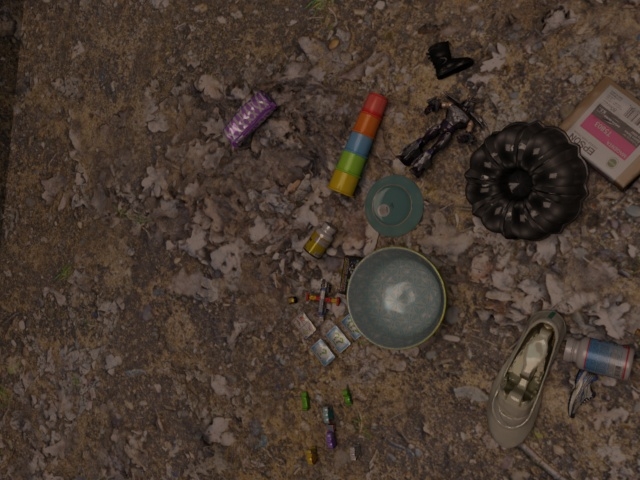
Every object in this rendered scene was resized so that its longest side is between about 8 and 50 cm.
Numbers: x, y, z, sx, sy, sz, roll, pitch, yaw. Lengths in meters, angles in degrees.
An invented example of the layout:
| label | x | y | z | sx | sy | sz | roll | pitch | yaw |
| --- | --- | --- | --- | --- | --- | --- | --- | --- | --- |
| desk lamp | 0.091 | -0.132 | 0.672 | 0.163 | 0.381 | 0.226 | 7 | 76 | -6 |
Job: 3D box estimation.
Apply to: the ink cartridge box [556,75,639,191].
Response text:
| label | x | y | z | sx | sy | sz | roll | pitch | yaw |
| --- | --- | --- | --- | --- | --- | --- | --- | --- | --- |
| ink cartridge box | 0.756 | -0.272 | 1.670 | 0.234 | 0.088 | 0.193 | 45 | 105 | 20 |

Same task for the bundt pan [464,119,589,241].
| label | x | y | z | sx | sy | sz | roll | pitch | yaw |
| --- | --- | --- | --- | --- | --- | --- | --- | --- | --- |
| bundt pan | 0.522 | -0.151 | 1.709 | 0.330 | 0.124 | 0.331 | 8 | 103 | 36 |

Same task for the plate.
| label | x | y | z | sx | sy | sz | roll | pitch | yaw |
| --- | --- | --- | --- | --- | --- | --- | --- | --- | --- |
| plate | 0.217 | -0.105 | 1.952 | 0.188 | 0.024 | 0.188 | -1 | 88 | 24 |

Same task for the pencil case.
| label | x | y | z | sx | sy | sz | roll | pitch | yaw |
| --- | --- | --- | --- | --- | --- | --- | --- | --- | --- |
| pencil case | -0.234 | -0.400 | 2.142 | 0.206 | 0.086 | 0.088 | -45 | 37 | 18 |

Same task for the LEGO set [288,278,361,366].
| label | x | y | z | sx | sy | sz | roll | pitch | yaw |
| --- | --- | --- | --- | --- | --- | --- | --- | --- | --- |
| LEGO set | 0.000 | 0.242 | 2.022 | 0.182 | 0.060 | 0.244 | -43 | 71 | 13 |

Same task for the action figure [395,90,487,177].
| label | x | y | z | sx | sy | sz | roll | pitch | yaw |
| --- | --- | --- | --- | --- | --- | --- | --- | --- | --- |
| action figure | 0.350 | -0.309 | 1.861 | 0.285 | 0.099 | 0.185 | -47 | 61 | 12 |

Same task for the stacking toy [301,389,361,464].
| label | x | y | z | sx | sy | sz | roll | pitch | yaw |
| --- | --- | --- | --- | --- | --- | --- | --- | --- | --- |
| stacking toy | 0.026 | 0.573 | 1.995 | 0.166 | 0.052 | 0.221 | -12 | 82 | 24 |

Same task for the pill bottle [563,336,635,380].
| label | x | y | z | sx | sy | sz | roll | pitch | yaw |
| --- | --- | --- | --- | --- | --- | --- | --- | --- | --- |
| pill bottle | 0.712 | 0.298 | 1.665 | 0.160 | 0.087 | 0.087 | 13 | 93 | 25 |

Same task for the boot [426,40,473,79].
| label | x | y | z | sx | sy | sz | roll | pitch | yaw |
| --- | --- | --- | --- | --- | --- | --- | --- | --- | --- |
| boot | 0.375 | -0.534 | 1.888 | 0.121 | 0.045 | 0.099 | -20 | 76 | 24 |

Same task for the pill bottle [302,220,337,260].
| label | x | y | z | sx | sy | sz | roll | pitch | yaw |
| --- | --- | --- | --- | --- | --- | --- | --- | --- | --- |
| pill bottle | 0.000 | 0.000 | 2.027 | 0.065 | 0.065 | 0.116 | 42 | 104 | 21 |

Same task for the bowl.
| label | x | y | z | sx | sy | sz | roll | pitch | yaw |
| --- | --- | --- | --- | --- | --- | --- | --- | --- | --- |
| bowl | 0.236 | 0.163 | 1.858 | 0.289 | 0.156 | 0.290 | -2 | 86 | 25 |

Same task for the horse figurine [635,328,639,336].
| label | x | y | z | sx | sy | sz | roll | pitch | yaw |
| --- | --- | --- | --- | --- | --- | --- | --- | --- | --- |
| horse figurine | 0.896 | 0.205 | 1.596 | 0.174 | 0.066 | 0.263 | 32 | 99 | 29 |

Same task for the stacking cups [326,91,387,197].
| label | x | y | z | sx | sy | sz | roll | pitch | yaw |
| --- | --- | --- | --- | --- | --- | --- | --- | --- | --- |
| stacking cups | 0.118 | -0.291 | 1.968 | 0.096 | 0.096 | 0.317 | 26 | 99 | 24 |

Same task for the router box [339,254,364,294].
| label | x | y | z | sx | sy | sz | roll | pitch | yaw |
| --- | --- | --- | --- | --- | --- | --- | --- | --- | --- |
| router box | 0.112 | 0.111 | 1.983 | 0.092 | 0.038 | 0.123 | 9 | 91 | 25 |

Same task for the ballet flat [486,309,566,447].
| label | x | y | z | sx | sy | sz | roll | pitch | yaw |
| --- | --- | --- | --- | --- | --- | --- | --- | --- | --- |
| ballet flat | 0.535 | 0.370 | 1.722 | 0.139 | 0.139 | 0.401 | 23 | 98 | 24 |

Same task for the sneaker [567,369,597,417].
| label | x | y | z | sx | sy | sz | roll | pitch | yaw |
| --- | --- | --- | --- | --- | --- | --- | --- | --- | --- |
| sneaker | 0.685 | 0.404 | 1.694 | 0.058 | 0.052 | 0.135 | 19 | 96 | 21 |
